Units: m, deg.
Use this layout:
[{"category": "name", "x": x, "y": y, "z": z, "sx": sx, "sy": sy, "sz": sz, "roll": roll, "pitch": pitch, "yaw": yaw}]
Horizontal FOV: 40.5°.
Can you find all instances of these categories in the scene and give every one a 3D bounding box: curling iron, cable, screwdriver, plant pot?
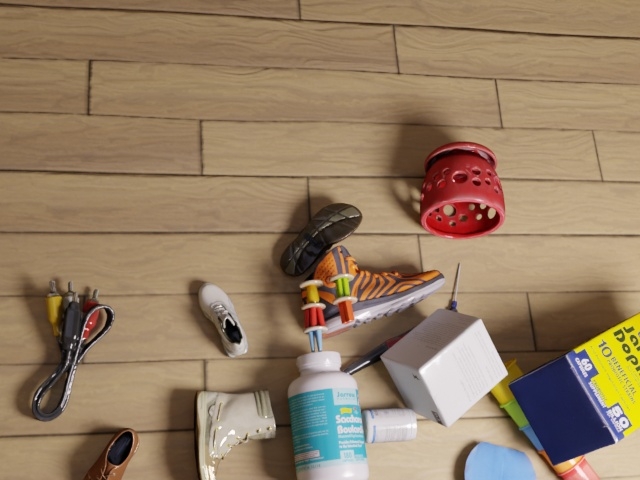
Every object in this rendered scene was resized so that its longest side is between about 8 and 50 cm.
[{"category": "curling iron", "x": 0.160, "y": 0.243, "z": 1.897, "sx": 0.274, "sy": 0.035, "sz": 0.068, "roll": -20, "pitch": 75, "yaw": -18}, {"category": "cable", "x": -0.508, "y": 0.227, "z": 1.772, "sx": 0.139, "sy": 0.072, "sz": 0.287, "roll": 12, "pitch": 79, "yaw": -25}, {"category": "screwdriver", "x": 0.309, "y": 0.125, "z": 1.978, "sx": 0.024, "sy": 0.025, "sz": 0.170, "roll": 16, "pitch": 68, "yaw": -6}, {"category": "plant pot", "x": 0.321, "y": -0.117, "z": 1.988, "sx": 0.191, "sy": 0.191, "sz": 0.174, "roll": 6, "pitch": 60, "yaw": -9}]

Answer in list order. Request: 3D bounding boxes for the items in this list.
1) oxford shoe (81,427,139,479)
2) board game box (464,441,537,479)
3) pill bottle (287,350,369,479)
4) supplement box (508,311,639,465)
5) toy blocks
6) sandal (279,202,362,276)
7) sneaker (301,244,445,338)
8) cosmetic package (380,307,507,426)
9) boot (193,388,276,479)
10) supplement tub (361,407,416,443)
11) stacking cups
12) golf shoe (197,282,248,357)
[{"category": "oxford shoe", "x": -0.420, "y": 0.458, "z": 1.678, "sx": 0.076, "sy": 0.076, "sz": 0.212, "roll": 24, "pitch": 69, "yaw": -4}, {"category": "board game box", "x": 0.378, "y": 0.508, "z": 1.847, "sx": 0.168, "sy": 0.033, "sz": 0.133, "roll": 16, "pitch": 62, "yaw": -11}, {"category": "pill bottle", "x": 0.011, "y": 0.364, "z": 1.761, "sx": 0.146, "sy": 0.146, "sz": 0.264, "roll": -3, "pitch": 71, "yaw": -13}, {"category": "supplement box", "x": 0.611, "y": 0.297, "z": 1.831, "sx": 0.356, "sy": 0.195, "sz": 0.194, "roll": -19, "pitch": 74, "yaw": -36}, {"category": "toy blocks", "x": 0.020, "y": 0.152, "z": 1.794, "sx": 0.123, "sy": 0.054, "sz": 0.148, "roll": -13, "pitch": 71, "yaw": 19}, {"category": "sandal", "x": 0.000, "y": 0.000, "z": 1.948, "sx": 0.090, "sy": 0.060, "sz": 0.219, "roll": 42, "pitch": 82, "yaw": 12}, {"category": "sneaker", "x": 0.108, "y": 0.080, "z": 1.899, "sx": 0.321, "sy": 0.124, "sz": 0.180, "roll": -18, "pitch": 75, "yaw": -17}, {"category": "cosmetic package", "x": 0.258, "y": 0.263, "z": 1.821, "sx": 0.183, "sy": 0.151, "sz": 0.151, "roll": -35, "pitch": 110, "yaw": -21}, {"category": "boot", "x": -0.170, "y": 0.405, "z": 1.748, "sx": 0.165, "sy": 0.077, "sz": 0.213, "roll": 0, "pitch": 67, "yaw": -13}, {"category": "supplement tub", "x": 0.142, "y": 0.388, "z": 1.820, "sx": 0.107, "sy": 0.071, "sz": 0.071, "roll": 0, "pitch": 70, "yaw": -12}, {"category": "stacking cups", "x": 0.483, "y": 0.408, "z": 1.883, "sx": 0.096, "sy": 0.096, "sz": 0.316, "roll": -36, "pitch": 85, "yaw": -21}, {"category": "golf shoe", "x": -0.202, "y": 0.158, "z": 1.828, "sx": 0.069, "sy": 0.086, "sz": 0.176, "roll": -28, "pitch": 76, "yaw": -18}]
